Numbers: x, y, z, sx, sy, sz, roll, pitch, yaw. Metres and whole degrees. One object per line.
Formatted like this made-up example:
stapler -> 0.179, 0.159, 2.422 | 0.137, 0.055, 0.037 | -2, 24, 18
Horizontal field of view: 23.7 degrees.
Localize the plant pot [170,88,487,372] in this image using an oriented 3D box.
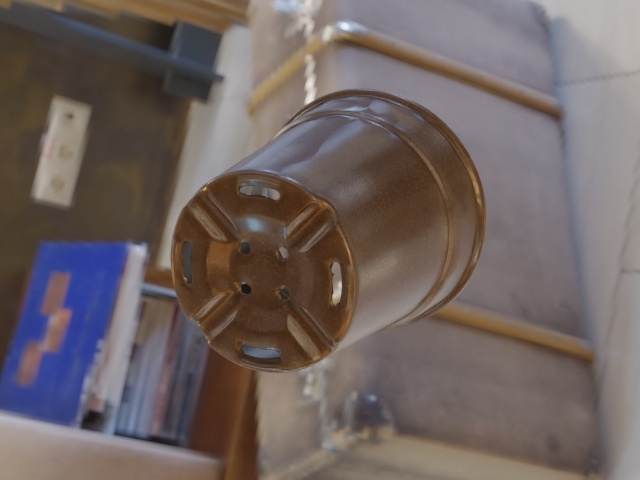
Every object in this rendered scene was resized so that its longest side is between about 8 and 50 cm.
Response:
plant pot -> 0.000, 0.000, 0.959 | 0.167, 0.165, 0.167 | 7, 108, 24
